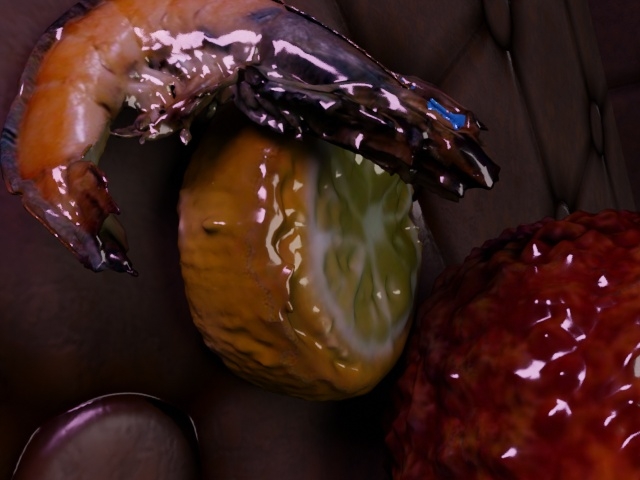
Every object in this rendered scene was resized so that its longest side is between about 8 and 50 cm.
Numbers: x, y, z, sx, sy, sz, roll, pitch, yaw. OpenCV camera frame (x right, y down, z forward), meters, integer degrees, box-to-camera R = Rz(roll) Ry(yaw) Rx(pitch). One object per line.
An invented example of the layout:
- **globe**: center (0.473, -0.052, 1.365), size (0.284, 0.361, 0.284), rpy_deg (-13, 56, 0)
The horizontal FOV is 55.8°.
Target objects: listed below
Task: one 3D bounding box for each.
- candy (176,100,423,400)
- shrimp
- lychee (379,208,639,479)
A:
- **candy**: center (0.000, 0.000, 0.492), size (0.259, 0.118, 0.260), rpy_deg (8, 80, -54)
- **shrimp**: center (-0.043, -0.060, 0.348), size (0.054, 0.290, 0.222), rpy_deg (103, 12, -56)
- **lychee**: center (0.275, 0.159, 0.572), size (0.424, 0.424, 0.500), rpy_deg (39, 75, -43)
